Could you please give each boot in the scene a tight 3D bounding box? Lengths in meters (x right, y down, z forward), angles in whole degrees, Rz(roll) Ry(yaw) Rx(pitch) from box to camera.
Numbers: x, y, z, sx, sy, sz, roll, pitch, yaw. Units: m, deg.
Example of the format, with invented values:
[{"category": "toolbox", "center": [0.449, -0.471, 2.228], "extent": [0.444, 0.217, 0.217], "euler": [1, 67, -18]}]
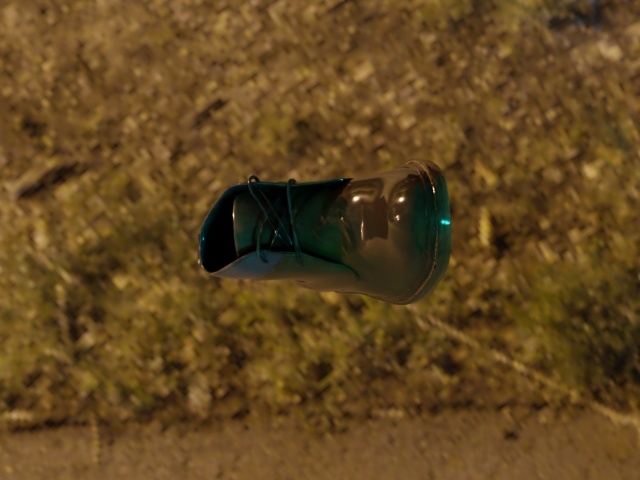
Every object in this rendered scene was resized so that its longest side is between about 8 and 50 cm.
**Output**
[{"category": "boot", "center": [0.000, 0.000, 1.013], "extent": [0.106, 0.219, 0.082], "euler": [-2, 83, -16]}]
